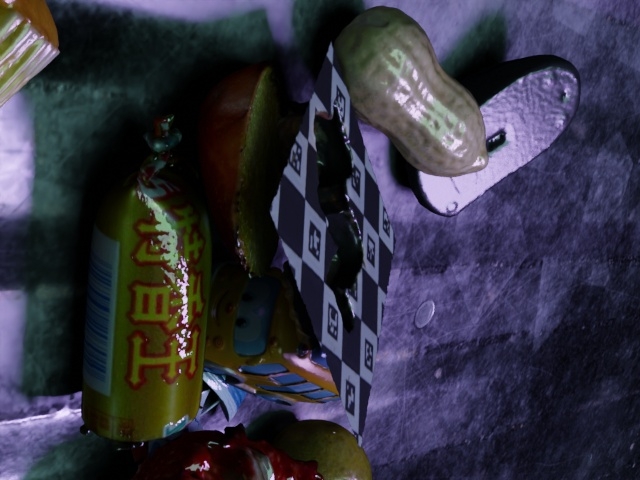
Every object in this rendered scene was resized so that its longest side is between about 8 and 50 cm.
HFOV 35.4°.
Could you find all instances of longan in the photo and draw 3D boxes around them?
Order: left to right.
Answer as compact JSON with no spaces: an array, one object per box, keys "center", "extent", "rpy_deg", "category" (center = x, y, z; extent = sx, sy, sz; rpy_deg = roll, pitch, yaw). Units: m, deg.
[{"center":[-0.019,0.301,1.260],"extent":[0.145,0.176,0.155],"rpy_deg":[127,-29,-75],"category":"longan"}]

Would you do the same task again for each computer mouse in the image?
[{"center":[0.211,-0.146,1.294],"extent":[0.269,0.086,0.138],"rpy_deg":[-35,125,-11],"category":"computer mouse"}]

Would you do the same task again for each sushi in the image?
[{"center":[0.000,0.000,0.995],"extent":[0.294,0.059,0.292],"rpy_deg":[-75,152,-48],"category":"sushi"}]

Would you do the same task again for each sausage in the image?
[{"center":[-0.156,0.032,0.947],"extent":[0.125,0.117,0.318],"rpy_deg":[-20,126,-52],"category":"sausage"}]

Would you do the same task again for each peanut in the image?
[{"center":[0.100,-0.158,1.120],"extent":[0.256,0.123,0.124],"rpy_deg":[41,78,-41],"category":"peanut"}]

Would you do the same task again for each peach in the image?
[{"center":[-0.077,-0.060,0.948],"extent":[0.279,0.068,0.189],"rpy_deg":[-75,159,-59],"category":"peach"}]

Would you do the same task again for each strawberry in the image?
[{"center":[-0.126,0.339,1.105],"extent":[0.261,0.257,0.261],"rpy_deg":[12,72,-41],"category":"strawberry"}]

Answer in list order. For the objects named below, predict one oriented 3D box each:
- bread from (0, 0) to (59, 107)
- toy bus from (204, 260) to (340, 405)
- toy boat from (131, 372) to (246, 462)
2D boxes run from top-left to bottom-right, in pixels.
[{"center":[-0.280,-0.179,0.633],"extent":[0.133,0.179,0.250],"rpy_deg":[-48,133,-7],"category":"bread"},{"center":[-0.036,0.105,1.090],"extent":[0.209,0.136,0.126],"rpy_deg":[37,61,-51],"category":"toy bus"},{"center":[-0.149,0.183,1.124],"extent":[0.149,0.034,0.105],"rpy_deg":[-18,127,-28],"category":"toy boat"}]
